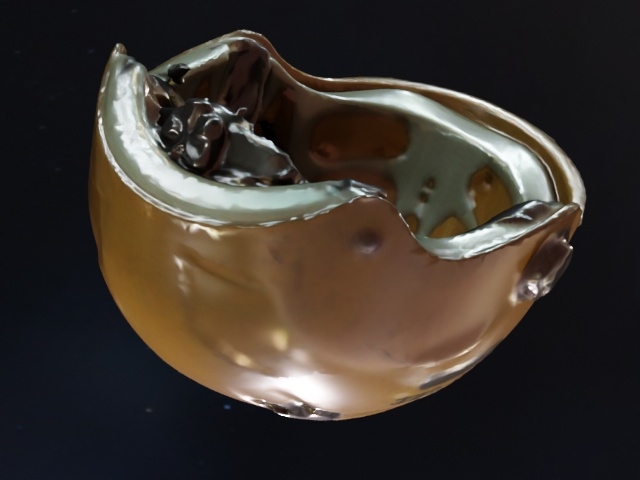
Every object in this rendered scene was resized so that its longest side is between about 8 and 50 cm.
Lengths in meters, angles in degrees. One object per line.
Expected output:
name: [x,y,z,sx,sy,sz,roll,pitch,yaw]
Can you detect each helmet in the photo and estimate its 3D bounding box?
helmet: [0.000,0.000,0.552,0.224,0.198,0.130,-8,-55,-51]
